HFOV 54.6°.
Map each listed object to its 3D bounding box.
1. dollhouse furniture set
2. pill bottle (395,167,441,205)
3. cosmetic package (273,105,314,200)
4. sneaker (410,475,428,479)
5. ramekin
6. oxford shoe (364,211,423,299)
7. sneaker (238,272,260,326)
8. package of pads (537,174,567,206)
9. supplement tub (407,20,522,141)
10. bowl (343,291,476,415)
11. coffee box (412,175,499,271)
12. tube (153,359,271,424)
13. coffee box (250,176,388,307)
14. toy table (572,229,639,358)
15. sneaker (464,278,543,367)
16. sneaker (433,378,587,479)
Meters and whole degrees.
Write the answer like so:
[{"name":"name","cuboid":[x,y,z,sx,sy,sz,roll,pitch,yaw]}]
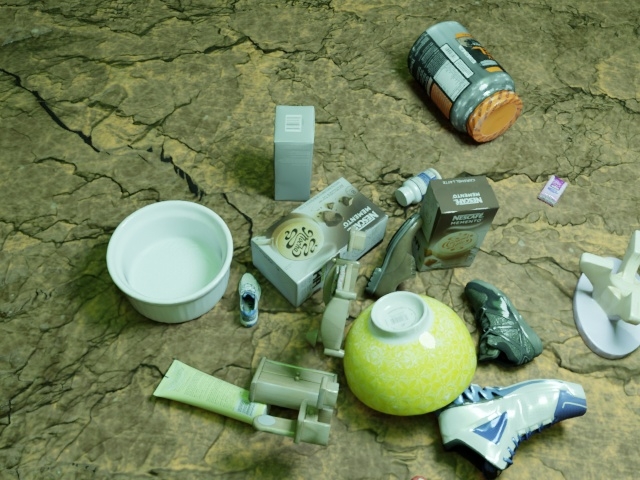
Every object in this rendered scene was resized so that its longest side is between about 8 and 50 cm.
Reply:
[{"name":"dollhouse furniture set","cuboid":[-0.029,0.166,1.240,0.174,0.355,0.303,11,17,2]},{"name":"pill bottle","cuboid":[0.260,-0.139,1.649,0.120,0.067,0.067,-30,63,-22]},{"name":"cosmetic package","cuboid":[-0.069,-0.216,1.578,0.107,0.238,0.127,0,58,-1]},{"name":"sneaker","cuboid":[0.194,0.563,1.154,0.128,0.087,0.221,-19,58,-18]},{"name":"ramekin","cuboid":[-0.339,0.055,1.434,0.277,0.135,0.277,2,56,-3]},{"name":"oxford shoe","cuboid":[0.195,0.042,1.469,0.096,0.083,0.227,27,102,6]},{"name":"sneaker","cuboid":[-0.164,0.129,1.442,0.052,0.058,0.135,-4,55,-7]},{"name":"package of pads","cuboid":[0.635,-0.135,1.694,0.050,0.032,0.083,34,60,15]},{"name":"supplement tub","cuboid":[0.417,-0.457,1.794,0.207,0.207,0.338,-21,60,-17]},{"name":"bowl","cuboid":[0.174,0.201,1.298,0.290,0.156,0.289,-11,37,8]},{"name":"coffee box","cuboid":[0.310,-0.035,1.473,0.141,0.246,0.098,-7,56,-8]},{"name":"tube","cuboid":[-0.223,0.325,1.309,0.240,0.070,0.062,16,96,11]},{"name":"coffee box","cuboid":[0.000,0.000,1.504,0.297,0.119,0.168,-35,64,-24]},{"name":"toy table","cuboid":[0.710,0.121,1.447,0.252,0.161,0.274,8,54,2]},{"name":"sneaker","cuboid":[0.388,0.194,1.419,0.130,0.087,0.227,-23,65,-26]},{"name":"sneaker","cuboid":[0.383,0.393,1.272,0.316,0.127,0.182,-4,59,2]}]
